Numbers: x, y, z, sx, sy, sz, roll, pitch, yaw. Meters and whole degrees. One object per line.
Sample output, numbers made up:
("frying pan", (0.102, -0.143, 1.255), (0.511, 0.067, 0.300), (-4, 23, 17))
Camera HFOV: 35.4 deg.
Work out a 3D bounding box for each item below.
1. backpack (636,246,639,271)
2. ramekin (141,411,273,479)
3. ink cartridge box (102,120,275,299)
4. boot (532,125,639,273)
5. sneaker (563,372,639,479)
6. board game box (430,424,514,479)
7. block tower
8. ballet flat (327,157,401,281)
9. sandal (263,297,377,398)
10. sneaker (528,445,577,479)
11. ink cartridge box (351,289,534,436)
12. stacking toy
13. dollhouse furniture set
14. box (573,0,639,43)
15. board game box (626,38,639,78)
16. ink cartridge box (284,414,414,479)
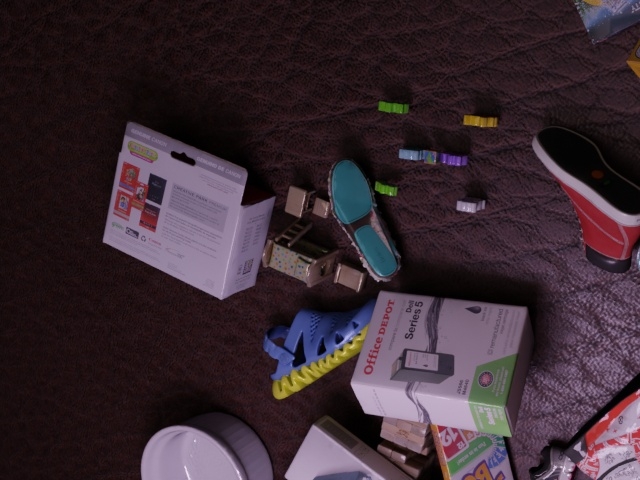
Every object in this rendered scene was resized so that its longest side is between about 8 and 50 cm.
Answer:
("backpack", (0.571, -0.001, 1.541), (0.152, 0.115, 0.182), (50, 125, 7))
("ramekin", (-0.235, 0.502, 2.140), (0.277, 0.135, 0.277), (8, 106, 29))
("ink cartridge box", (-0.258, -0.073, 2.004), (0.309, 0.130, 0.272), (24, 112, 23))
("boot", (0.424, -0.061, 1.635), (0.244, 0.088, 0.176), (53, 158, 34))
("sneaker", (0.543, 0.316, 1.660), (0.145, 0.090, 0.270), (42, 119, 8))
("board game box", (0.284, 0.417, 1.823), (0.039, 0.124, 0.259), (-170, 65, -70))
("block tower", (0.167, 0.386, 1.898), (0.091, 0.097, 0.335), (18, 110, 26))
("ballet flat", (0.074, -0.035, 1.848), (0.091, 0.077, 0.241), (-21, 92, -3))
("sandal", (-0.005, 0.188, 1.932), (0.317, 0.126, 0.138), (-35, 80, 31))
("sneaker", (0.403, 0.437, 1.789), (0.074, 0.063, 0.170), (22, 108, 24))
("ink cartridge box", (0.213, 0.209, 1.735), (0.273, 0.198, 0.115), (5, 146, 23))
("stacking toy", (0.198, -0.151, 1.764), (0.221, 0.052, 0.167), (13, 108, 29))
("dollhouse furniture set", (0.000, 0.000, 1.886), (0.182, 0.101, 0.161), (22, 113, 24))
("box", (0.489, -0.422, 1.518), (0.233, 0.044, 0.159), (-25, 90, 33))
("board game box", (0.584, -0.336, 1.315), (0.242, 0.064, 0.316), (24, 81, 55))
("ink cartridge box", (0.062, 0.520, 1.899), (0.296, 0.066, 0.261), (34, 116, 18))
